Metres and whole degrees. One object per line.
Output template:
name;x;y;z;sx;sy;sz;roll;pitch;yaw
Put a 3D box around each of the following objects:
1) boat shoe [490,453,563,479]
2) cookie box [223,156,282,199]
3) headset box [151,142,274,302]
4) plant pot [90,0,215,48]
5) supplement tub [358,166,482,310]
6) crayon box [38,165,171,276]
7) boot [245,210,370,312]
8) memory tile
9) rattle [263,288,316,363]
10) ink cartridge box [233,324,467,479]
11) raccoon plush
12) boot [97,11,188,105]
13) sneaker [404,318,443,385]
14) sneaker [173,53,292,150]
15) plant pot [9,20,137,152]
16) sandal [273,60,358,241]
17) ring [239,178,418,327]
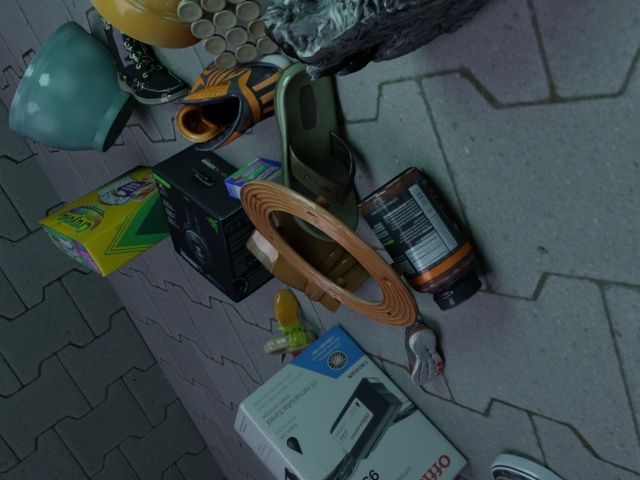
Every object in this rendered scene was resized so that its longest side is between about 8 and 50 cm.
boat shoe;0.398;0.479;1.034;0.301;0.102;0.108;35;146;32
cookie box;-0.115;-0.112;1.187;0.107;0.091;0.040;20;140;45
headset box;-0.230;-0.047;1.391;0.246;0.131;0.283;35;146;30
plant pot;-0.224;-0.426;0.923;0.205;0.205;0.188;52;137;4
supplement tub;0.147;0.001;0.896;0.198;0.106;0.106;56;152;-3
crayon box;-0.504;-0.066;1.594;0.362;0.313;0.106;14;132;50
boot;0.000;0.000;1.126;0.220;0.109;0.283;38;129;3
memory tile;-0.134;-0.321;0.940;0.148;0.113;0.012;51;-155;-58
rattle;-0.083;0.217;1.525;0.143;0.130;0.200;59;180;15
ink cartridge box;0.057;0.422;1.301;0.395;0.285;0.166;45;150;16
raccoon plush;0.080;-0.365;0.606;0.446;0.216;0.299;-20;91;31
boot;-0.374;-0.385;1.293;0.236;0.085;0.179;28;140;41
sneaker;0.181;0.196;1.129;0.065;0.061;0.158;-116;14;-49
sneaker;-0.186;-0.234;1.067;0.321;0.180;0.125;4;124;55
plant pot;-0.551;-0.326;1.464;0.196;0.293;0.293;30;154;-11
sandal;0.000;-0.120;0.963;0.086;0.120;0.303;36;147;50
ring;0.013;0.018;0.970;0.336;0.032;0.337;36;163;13
